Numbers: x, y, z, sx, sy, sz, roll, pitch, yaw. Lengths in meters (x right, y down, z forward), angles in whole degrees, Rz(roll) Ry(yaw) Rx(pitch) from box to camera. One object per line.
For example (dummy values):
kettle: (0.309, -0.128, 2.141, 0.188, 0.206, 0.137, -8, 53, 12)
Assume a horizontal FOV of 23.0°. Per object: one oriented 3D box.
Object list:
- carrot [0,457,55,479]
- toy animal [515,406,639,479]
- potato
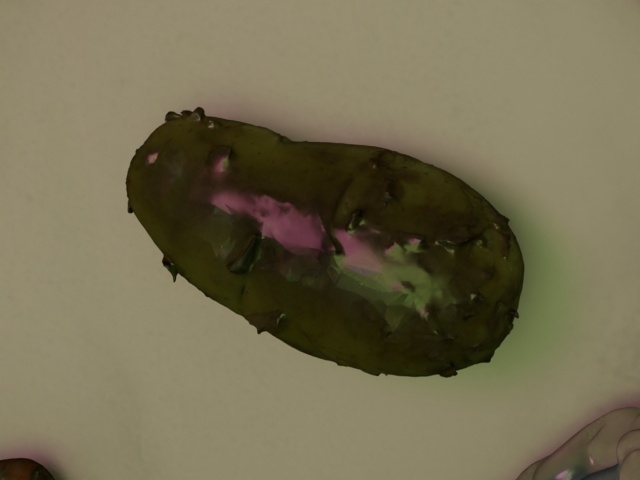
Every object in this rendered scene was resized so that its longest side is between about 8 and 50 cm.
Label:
carrot: (-0.302, 0.219, 0.955, 0.342, 0.070, 0.070, -29, 91, 18)
toy animal: (0.179, 0.203, 0.785, 0.204, 0.156, 0.208, -36, 93, 20)
potato: (0.000, 0.000, 0.830, 0.226, 0.090, 0.117, 21, 88, 13)
